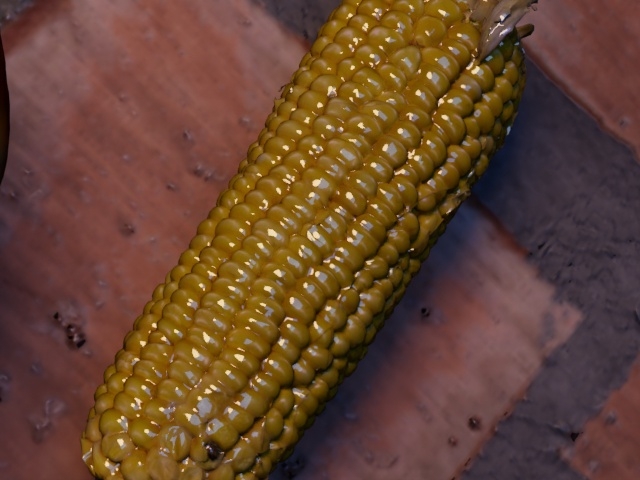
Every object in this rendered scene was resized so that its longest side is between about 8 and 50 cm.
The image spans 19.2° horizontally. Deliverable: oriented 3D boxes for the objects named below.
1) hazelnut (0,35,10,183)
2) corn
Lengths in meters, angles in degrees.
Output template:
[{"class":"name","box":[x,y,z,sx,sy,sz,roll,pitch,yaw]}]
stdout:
[{"class":"hazelnut","box":[-0.290,-0.061,0.625,0.365,0.366,0.366,5,75,-17]},{"class":"corn","box":[0.000,0.000,0.812,0.106,0.106,0.293,34,71,-7]}]
